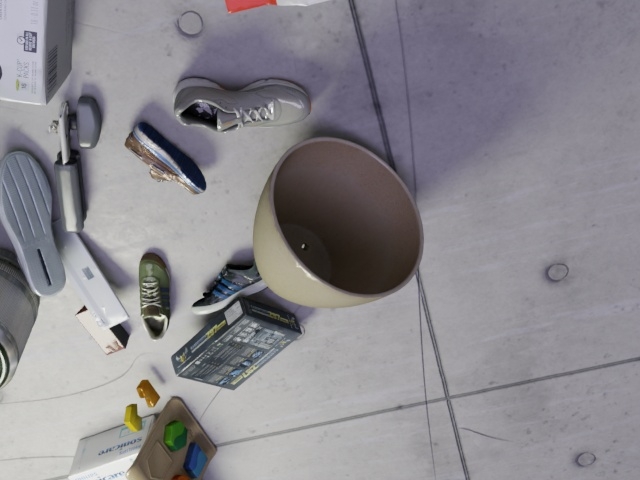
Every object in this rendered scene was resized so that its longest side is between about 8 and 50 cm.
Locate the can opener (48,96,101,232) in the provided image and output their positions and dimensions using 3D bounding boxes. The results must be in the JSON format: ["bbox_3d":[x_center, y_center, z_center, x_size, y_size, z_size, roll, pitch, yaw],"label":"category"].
[{"bbox_3d":[-0.477,-0.143,1.770,0.093,0.074,0.280,5,122,-6],"label":"can opener"}]

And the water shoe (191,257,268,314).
[{"bbox_3d":[-0.193,0.090,1.940,0.203,0.073,0.080,-24,99,8],"label":"water shoe"}]

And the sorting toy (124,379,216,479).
[{"bbox_3d":[-0.356,0.481,2.088,0.041,0.229,0.307,-6,126,33],"label":"sorting toy"}]

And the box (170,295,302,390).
[{"bbox_3d":[-0.183,0.229,1.983,0.232,0.059,0.183,-41,140,22],"label":"box"}]

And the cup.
[{"bbox_3d":[0.000,0.000,1.763,0.331,0.331,0.237,27,144,-17],"label":"cup"}]

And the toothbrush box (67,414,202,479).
[{"bbox_3d":[-0.436,0.594,2.208,0.216,0.126,0.295,-22,121,13],"label":"toothbrush box"}]

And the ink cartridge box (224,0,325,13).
[{"bbox_3d":[-0.073,-0.496,1.569,0.232,0.066,0.189,-14,122,2],"label":"ink cartridge box"}]

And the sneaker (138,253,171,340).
[{"bbox_3d":[-0.354,0.129,1.938,0.064,0.086,0.192,-2,122,0],"label":"sneaker"}]

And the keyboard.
[{"bbox_3d":[-0.497,0.072,1.909,0.072,0.014,0.256,-27,105,8],"label":"keyboard"}]

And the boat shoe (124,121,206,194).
[{"bbox_3d":[-0.304,-0.151,1.781,0.066,0.066,0.183,-38,106,26],"label":"boat shoe"}]

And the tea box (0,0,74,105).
[{"bbox_3d":[-0.583,-0.428,1.489,0.323,0.220,0.329,7,117,-5],"label":"tea box"}]

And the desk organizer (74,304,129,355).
[{"bbox_3d":[-0.480,0.188,1.997,0.050,0.047,0.130,-22,120,15],"label":"desk organizer"}]

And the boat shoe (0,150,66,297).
[{"bbox_3d":[-0.592,-0.030,1.817,0.109,0.094,0.302,-18,108,-35],"label":"boat shoe"}]

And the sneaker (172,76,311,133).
[{"bbox_3d":[-0.148,-0.237,1.691,0.262,0.121,0.099,0,123,-2],"label":"sneaker"}]

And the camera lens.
[{"bbox_3d":[-0.700,0.167,1.842,0.219,0.274,0.219,-1,122,-1],"label":"camera lens"}]
